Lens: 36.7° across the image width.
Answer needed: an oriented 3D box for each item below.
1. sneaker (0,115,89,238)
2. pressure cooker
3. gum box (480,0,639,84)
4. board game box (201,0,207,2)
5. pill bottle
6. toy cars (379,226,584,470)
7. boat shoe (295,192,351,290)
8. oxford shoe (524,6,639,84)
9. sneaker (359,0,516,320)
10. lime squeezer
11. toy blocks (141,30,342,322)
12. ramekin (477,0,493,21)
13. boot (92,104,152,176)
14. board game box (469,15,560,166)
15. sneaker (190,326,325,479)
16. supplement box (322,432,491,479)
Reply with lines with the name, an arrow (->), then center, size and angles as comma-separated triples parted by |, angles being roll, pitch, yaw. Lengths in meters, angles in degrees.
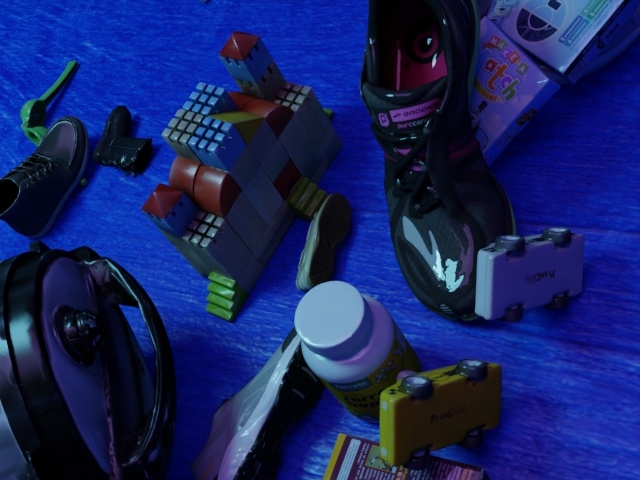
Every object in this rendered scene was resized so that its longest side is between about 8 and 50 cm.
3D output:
sneaker -> -0.464, -0.119, 1.606 | 0.083, 0.118, 0.222 | 16, 79, 18
pressure cooker -> -0.381, 0.215, 1.210 | 0.420, 0.370, 0.375 | -23, 8, 5
gum box -> 0.339, -0.330, 1.363 | 0.157, 0.041, 0.184 | -52, 50, 10
board game box -> -0.157, -0.603, 1.849 | 0.305, 0.053, 0.193 | -39, 52, -4
pill bottle -> 0.046, 0.136, 1.187 | 0.117, 0.208, 0.118 | -11, 55, 17
toy cars -> 0.183, 0.114, 1.156 | 0.087, 0.176, 0.394 | 13, 58, 47
boat shoe -> 0.001, 0.001, 1.395 | 0.048, 0.056, 0.153 | -17, 53, 52
oxford shoe -> 0.448, -0.408, 1.413 | 0.449, 0.130, 0.169 | -43, 56, -4
sneaker -> 0.128, -0.130, 1.260 | 0.185, 0.202, 0.483 | -13, 84, 30
lime squeezer -> -0.486, -0.203, 1.749 | 0.109, 0.059, 0.310 | -2, 51, -16
toy blocks -> -0.118, -0.113, 1.386 | 0.190, 0.261, 0.381 | 20, 69, 32
ramekin -> 0.227, -0.399, 1.462 | 0.207, 0.207, 0.109 | -49, 44, -11
boot -> -0.329, -0.171, 1.653 | 0.099, 0.045, 0.121 | 12, 72, 32
board game box -> 0.216, -0.188, 1.372 | 0.211, 0.039, 0.160 | -49, 51, 20
sneaker -> -0.079, 0.214, 1.264 | 0.108, 0.100, 0.272 | 18, 68, 37
supplement box -> 0.099, 0.306, 1.135 | 0.188, 0.081, 0.104 | 8, 62, 28
